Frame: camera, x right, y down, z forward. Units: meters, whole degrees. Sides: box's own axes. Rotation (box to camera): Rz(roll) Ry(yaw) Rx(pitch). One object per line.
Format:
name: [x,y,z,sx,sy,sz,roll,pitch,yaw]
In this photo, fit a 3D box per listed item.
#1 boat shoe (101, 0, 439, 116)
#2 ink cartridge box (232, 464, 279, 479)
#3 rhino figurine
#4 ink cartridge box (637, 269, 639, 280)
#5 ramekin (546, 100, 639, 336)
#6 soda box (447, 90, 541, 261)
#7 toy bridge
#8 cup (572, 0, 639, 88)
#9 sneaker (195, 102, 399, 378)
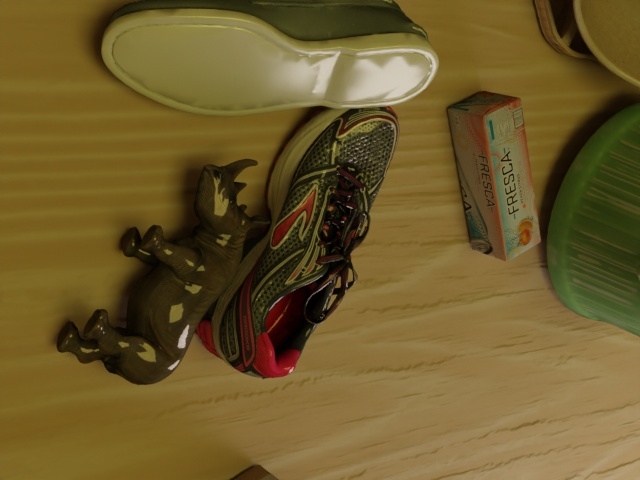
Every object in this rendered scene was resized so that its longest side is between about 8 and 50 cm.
boat shoe: [-0.047,-0.186,0.926,0.319,0.099,0.116,-1,144,-25]
ink cartridge box: [-0.006,0.364,1.023,0.088,0.234,0.193,-32,121,-24]
rhino figurine: [-0.129,0.026,0.929,0.106,0.073,0.243,37,84,-31]
ink cartridge box: [0.478,0.018,1.158,0.235,0.056,0.171,-45,129,-12]
ramekin: [0.442,-0.013,1.252,0.303,0.148,0.303,-15,118,-29]
soda box: [0.197,-0.072,1.138,0.058,0.063,0.183,-26,118,-26]
toy bridge: [0.288,-0.253,1.170,0.188,0.026,0.063,33,85,-37]
cup: [0.451,-0.348,1.105,0.331,0.331,0.237,41,48,-37]
sneaker: [0.000,0.000,0.990,0.121,0.112,0.299,31,85,-38]
